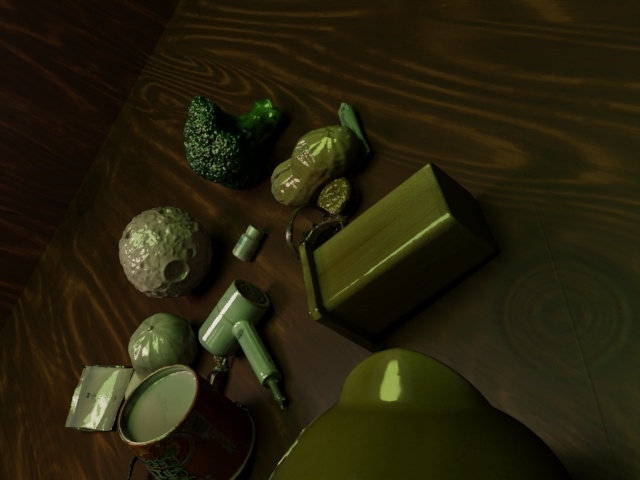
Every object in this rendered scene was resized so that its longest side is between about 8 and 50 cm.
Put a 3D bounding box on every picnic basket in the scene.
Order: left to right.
[{"bbox_3d":[0.000,0.000,1.464,0.138,0.179,0.127,-14,56,49],"label":"picnic basket"}]

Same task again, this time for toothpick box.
[{"bbox_3d":[0.138,0.027,1.270,0.308,0.190,0.187,-38,40,25],"label":"toothpick box"},{"bbox_3d":[0.109,0.387,0.831,0.409,0.409,0.425,-21,44,45],"label":"toothpick box"}]

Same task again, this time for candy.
[{"bbox_3d":[-0.259,0.354,1.689,0.043,0.045,0.174,-24,47,63],"label":"candy"}]

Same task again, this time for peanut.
[{"bbox_3d":[-0.021,-0.171,1.659,0.290,0.130,0.130,-42,37,46],"label":"peanut"}]

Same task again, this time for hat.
[{"bbox_3d":[-0.445,0.318,1.873,0.275,0.161,0.232,-54,30,18],"label":"hat"}]

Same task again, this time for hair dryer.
[{"bbox_3d":[-0.156,0.255,1.587,0.173,0.108,0.357,-55,40,16],"label":"hair dryer"}]

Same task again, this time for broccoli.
[{"bbox_3d":[-0.244,-0.292,1.960,0.297,0.297,0.297,-39,34,-3],"label":"broccoli"}]

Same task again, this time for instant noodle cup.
[{"bbox_3d":[-0.289,0.395,1.491,0.251,0.192,0.250,-20,37,16],"label":"instant noodle cup"}]

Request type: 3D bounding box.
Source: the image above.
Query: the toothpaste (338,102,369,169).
[{"bbox_3d":[0.077,-0.259,1.677,0.064,0.041,0.218,-55,34,36],"label":"toothpaste"}]

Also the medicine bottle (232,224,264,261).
[{"bbox_3d":[-0.186,0.007,1.829,0.089,0.052,0.052,-59,33,5],"label":"medicine bottle"}]

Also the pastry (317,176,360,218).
[{"bbox_3d":[0.042,-0.092,1.590,0.097,0.057,0.109,-37,42,25],"label":"pastry"}]

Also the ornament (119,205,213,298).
[{"bbox_3d":[-0.423,0.039,1.950,0.259,0.260,0.225,-58,32,7],"label":"ornament"}]

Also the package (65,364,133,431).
[{"bbox_3d":[-0.672,0.480,2.160,0.251,0.062,0.203,-7,60,37],"label":"package"}]

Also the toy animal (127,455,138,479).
[{"bbox_3d":[-0.441,0.528,1.795,0.108,0.062,0.220,-23,36,47],"label":"toy animal"}]

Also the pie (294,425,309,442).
[{"bbox_3d":[0.016,0.463,1.201,0.340,0.083,0.339,-31,44,35],"label":"pie"}]
